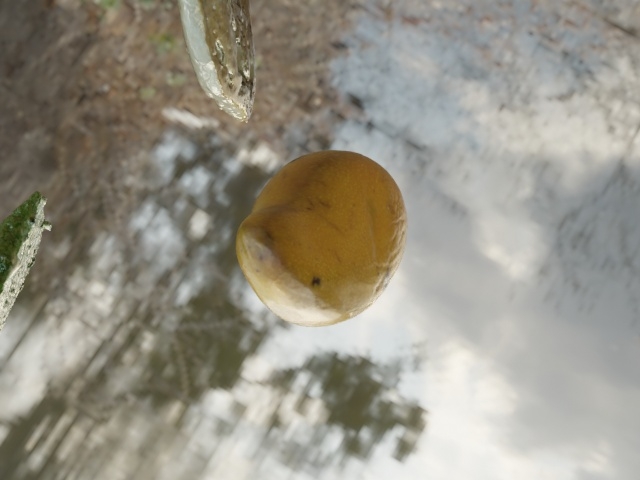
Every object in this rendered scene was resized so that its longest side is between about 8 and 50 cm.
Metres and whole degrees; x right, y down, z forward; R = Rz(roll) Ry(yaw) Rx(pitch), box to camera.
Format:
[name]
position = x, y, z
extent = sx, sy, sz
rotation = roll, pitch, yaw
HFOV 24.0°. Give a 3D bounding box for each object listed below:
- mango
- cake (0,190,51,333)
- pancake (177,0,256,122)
[mango]
position = -0.004, 0.001, 1.600
extent = 0.120, 0.295, 0.177
rotation = -21, 97, 36
[cake]
position = -0.351, 0.047, 1.491
extent = 0.099, 0.235, 0.100
rotation = 19, 149, -1
[pancake]
position = -0.044, -0.110, 0.585
extent = 0.022, 0.139, 0.139
rotation = -9, 152, 5
